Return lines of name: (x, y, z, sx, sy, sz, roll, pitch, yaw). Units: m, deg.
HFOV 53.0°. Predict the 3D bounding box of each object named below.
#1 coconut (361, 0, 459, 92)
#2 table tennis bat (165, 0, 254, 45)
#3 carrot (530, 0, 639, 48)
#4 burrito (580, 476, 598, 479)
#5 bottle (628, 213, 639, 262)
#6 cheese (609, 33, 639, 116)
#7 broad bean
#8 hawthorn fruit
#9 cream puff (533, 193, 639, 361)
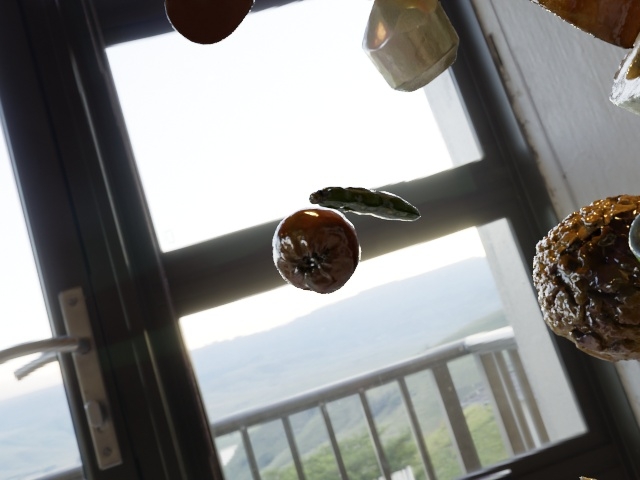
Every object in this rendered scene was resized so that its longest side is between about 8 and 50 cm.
coconut: (0.204, -0.479, 1.508, 0.224, 0.234, 0.224, -36, 11, 8)
table tennis bat: (-0.162, -0.448, 1.098, 0.246, 0.138, 0.022, -51, 1, 3)
carrot: (0.350, -0.412, 0.790, 0.193, 0.331, 0.214, 14, 15, -13)
burrito: (0.863, 0.706, 1.646, 0.392, 0.117, 0.076, 1, 8, 40)
bottle: (0.471, 0.079, 0.759, 0.093, 0.093, 0.330, -24, -51, 33)
cheese: (0.650, -0.337, 1.059, 0.332, 0.153, 0.292, -61, 0, -10)
broad bean: (0.067, -0.060, 0.997, 0.060, 0.043, 0.297, 26, 13, 38)
hawthorn fruit: (-0.001, 0.016, 1.059, 0.149, 0.149, 0.189, -20, -5, 12)
cream puff: (0.573, 0.061, 1.200, 0.342, 0.327, 0.231, 0, -28, 32)
